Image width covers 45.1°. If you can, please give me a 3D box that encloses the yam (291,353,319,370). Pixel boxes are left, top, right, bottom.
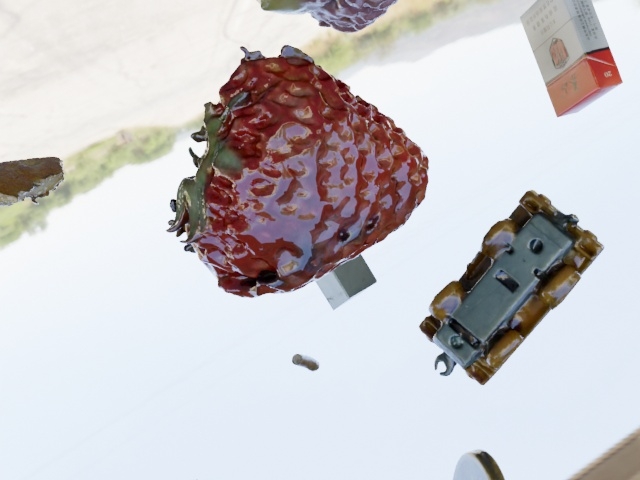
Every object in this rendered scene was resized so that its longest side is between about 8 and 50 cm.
[{"bbox_3d":[-0.033,0.279,1.769,0.032,0.032,0.145,-23,161,9],"label":"yam"}]

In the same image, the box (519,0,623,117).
[{"bbox_3d":[0.326,-0.252,1.011,0.048,0.152,0.100,-14,171,-15],"label":"box"}]

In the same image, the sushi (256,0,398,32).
[{"bbox_3d":[-0.010,-0.360,0.865,0.237,0.270,0.171,-69,-165,-3],"label":"sushi"}]

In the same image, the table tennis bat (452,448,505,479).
[{"bbox_3d":[0.224,0.438,1.129,0.050,0.321,0.198,-1,-133,-11],"label":"table tennis bat"}]

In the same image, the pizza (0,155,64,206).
[{"bbox_3d":[-0.494,-0.089,1.210,0.134,0.056,0.271,13,-161,13],"label":"pizza"}]

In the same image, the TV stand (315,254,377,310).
[{"bbox_3d":[0.000,0.000,1.580,0.082,0.270,0.088,-29,173,-30],"label":"TV stand"}]

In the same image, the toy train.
[{"bbox_3d":[0.324,0.093,1.349,0.369,0.163,0.231,-55,162,21],"label":"toy train"}]

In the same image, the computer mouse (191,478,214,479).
[{"bbox_3d":[-0.123,0.512,1.324,0.116,0.323,0.183,-64,168,16],"label":"computer mouse"}]

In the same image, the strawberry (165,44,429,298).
[{"bbox_3d":[-0.013,-0.033,0.809,0.253,0.280,0.150,-53,-139,13],"label":"strawberry"}]
